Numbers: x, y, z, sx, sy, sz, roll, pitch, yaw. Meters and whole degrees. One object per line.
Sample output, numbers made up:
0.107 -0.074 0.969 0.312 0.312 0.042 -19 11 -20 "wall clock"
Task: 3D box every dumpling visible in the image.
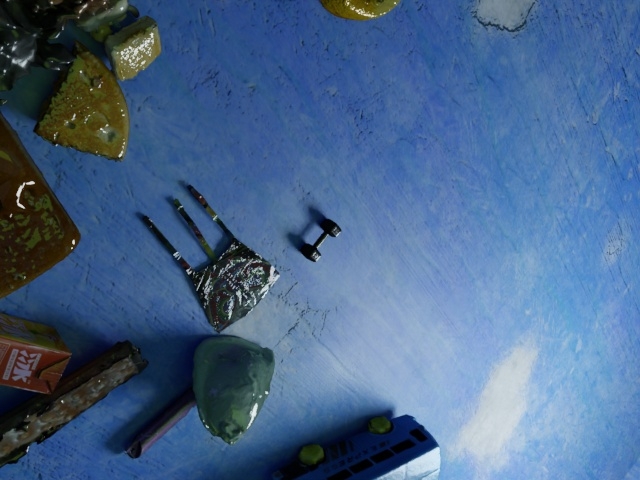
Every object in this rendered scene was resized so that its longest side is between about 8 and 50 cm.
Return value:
-0.145 0.239 1.206 0.217 0.104 0.149 -57 141 -51 "dumpling"

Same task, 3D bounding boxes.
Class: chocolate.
-0.414 0.253 1.046 0.329 0.065 0.102 -33 159 -22 "chocolate"

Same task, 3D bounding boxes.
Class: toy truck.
0.082 0.507 1.477 0.384 0.162 0.161 -13 116 -33 "toy truck"

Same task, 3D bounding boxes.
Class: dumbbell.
0.000 0.000 1.269 0.083 0.040 0.036 -51 161 -8 "dumbbell"

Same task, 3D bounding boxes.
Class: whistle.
-0.264 0.310 1.209 0.176 0.033 0.033 -41 129 -16 "whistle"

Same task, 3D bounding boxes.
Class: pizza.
-0.324 -0.171 0.940 0.131 0.041 0.178 -38 130 -15 "pizza"

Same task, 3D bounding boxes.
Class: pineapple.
-0.321 -0.306 0.788 0.222 0.223 0.357 22 102 -41 "pineapple"

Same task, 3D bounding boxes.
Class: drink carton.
-0.461 0.136 0.937 0.222 0.096 0.071 27 92 -41 "drink carton"

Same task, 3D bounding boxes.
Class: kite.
-0.178 0.031 1.160 0.152 0.015 0.285 -45 130 -13 "kite"

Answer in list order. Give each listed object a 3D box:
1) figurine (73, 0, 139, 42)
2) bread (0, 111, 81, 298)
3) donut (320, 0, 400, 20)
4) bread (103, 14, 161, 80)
-0.281 -0.294 0.921 0.083 0.047 0.051 -40 139 -11 "figurine"
-0.433 -0.045 0.869 0.184 0.110 0.234 -37 128 -18 "bread"
0.072 -0.431 1.111 0.178 0.065 0.162 -17 120 -32 "donut"
-0.253 -0.262 0.944 0.083 0.035 0.070 -40 163 -17 "bread"
